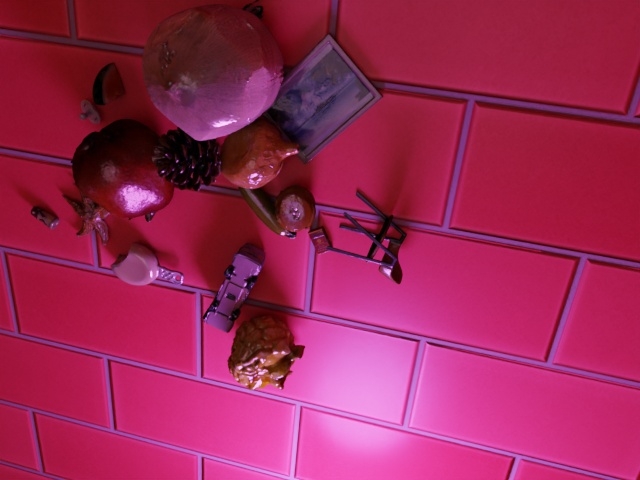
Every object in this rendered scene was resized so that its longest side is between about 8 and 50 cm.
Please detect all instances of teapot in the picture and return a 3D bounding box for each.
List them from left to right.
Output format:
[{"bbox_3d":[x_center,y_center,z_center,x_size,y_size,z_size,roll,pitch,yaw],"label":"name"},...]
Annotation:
[{"bbox_3d":[-0.189,-0.242,1.748,0.311,0.204,0.167,-11,156,41],"label":"teapot"}]

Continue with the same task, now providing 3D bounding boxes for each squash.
[{"bbox_3d":[-0.173,-0.096,1.857,0.066,0.066,0.252,-33,103,26],"label":"squash"}]

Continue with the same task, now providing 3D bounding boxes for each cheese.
[{"bbox_3d":[-0.606,0.111,2.076,0.248,0.071,0.163,34,119,-4],"label":"cheese"}]

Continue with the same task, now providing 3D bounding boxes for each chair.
[{"bbox_3d":[0.165,0.003,1.761,0.246,0.159,0.172,27,122,3],"label":"chair"}]

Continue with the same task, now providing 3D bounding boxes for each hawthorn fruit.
[{"bbox_3d":[-0.582,-0.216,1.800,0.311,0.295,0.295,31,122,-30],"label":"hawthorn fruit"}]

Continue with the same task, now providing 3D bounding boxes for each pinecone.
[{"bbox_3d":[-0.388,-0.239,1.705,0.207,0.208,0.208,6,117,12],"label":"pinecone"}]

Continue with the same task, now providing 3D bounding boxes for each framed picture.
[{"bbox_3d":[-0.011,-0.397,1.692,0.315,0.024,0.232,-38,102,28],"label":"framed picture"}]

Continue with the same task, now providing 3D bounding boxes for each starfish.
[{"bbox_3d":[-0.792,-0.094,2.045,0.240,0.043,0.227,-34,103,24],"label":"starfish"}]

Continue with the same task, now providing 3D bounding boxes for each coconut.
[{"bbox_3d":[-0.282,-0.442,1.555,0.346,0.360,0.347,7,119,13],"label":"coconut"}]

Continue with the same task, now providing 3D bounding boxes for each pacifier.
[{"bbox_3d":[-0.737,-0.399,1.869,0.068,0.064,0.083,-21,108,42],"label":"pacifier"}]

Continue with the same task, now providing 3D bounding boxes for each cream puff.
[{"bbox_3d":[-0.076,-0.102,1.808,0.126,0.103,0.144,-1,116,1],"label":"cream puff"}]

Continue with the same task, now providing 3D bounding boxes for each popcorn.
[{"bbox_3d":[-0.195,0.383,2.013,0.270,0.224,0.258,-23,124,15],"label":"popcorn"}]

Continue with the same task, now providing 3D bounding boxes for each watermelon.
[{"bbox_3d":[-0.641,-0.473,1.810,0.094,0.125,0.135,16,102,-26],"label":"watermelon"}]

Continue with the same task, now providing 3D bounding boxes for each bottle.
[{"bbox_3d":[-0.980,-0.082,2.098,0.101,0.047,0.063,32,129,0],"label":"bottle"}]

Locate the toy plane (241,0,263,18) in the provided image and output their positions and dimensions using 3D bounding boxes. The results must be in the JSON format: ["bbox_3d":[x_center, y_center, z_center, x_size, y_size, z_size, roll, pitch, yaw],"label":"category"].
[{"bbox_3d":[-0.200,-0.623,1.632,0.120,0.031,0.049,-23,102,22],"label":"toy plane"}]

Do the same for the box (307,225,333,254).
[{"bbox_3d":[0.000,0.000,1.881,0.051,0.023,0.082,-17,110,21],"label":"box"}]

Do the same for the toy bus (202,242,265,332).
[{"bbox_3d":[-0.280,0.153,1.972,0.112,0.138,0.317,29,118,-6],"label":"toy bus"}]
